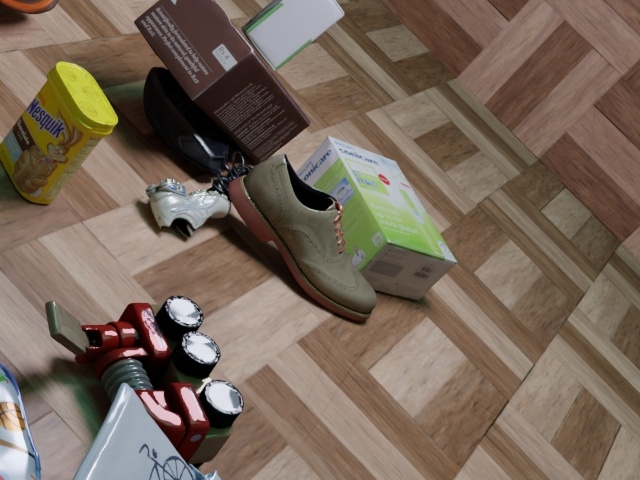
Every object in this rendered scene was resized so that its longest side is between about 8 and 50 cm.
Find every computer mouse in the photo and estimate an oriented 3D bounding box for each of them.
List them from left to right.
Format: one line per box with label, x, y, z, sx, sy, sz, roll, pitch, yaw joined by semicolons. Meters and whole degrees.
computer mouse;-0.229;-0.175;2.192;0.272;0.072;0.188;54;20;-3

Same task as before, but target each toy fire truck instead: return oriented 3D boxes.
toy fire truck;-0.239;0.165;1.562;0.246;0.158;0.217;2;46;-39

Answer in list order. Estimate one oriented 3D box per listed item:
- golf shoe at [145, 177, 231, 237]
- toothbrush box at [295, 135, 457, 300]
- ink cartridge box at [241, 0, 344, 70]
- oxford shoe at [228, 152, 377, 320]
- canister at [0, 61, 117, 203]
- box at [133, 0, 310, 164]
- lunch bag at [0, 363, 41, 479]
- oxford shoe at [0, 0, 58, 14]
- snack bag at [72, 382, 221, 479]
golf shoe;-0.210;-0.041;2.031;0.176;0.069;0.086;10;65;-50
toothbrush box;0.101;-0.041;2.398;0.206;0.122;0.283;17;34;-44
ink cartridge box;-0.055;-0.394;2.277;0.092;0.160;0.219;50;2;-13
oxford shoe;0.000;0.000;2.140;0.348;0.130;0.123;45;21;-25
canister;-0.379;-0.150;1.799;0.073;0.170;0.126;6;44;-53
box;-0.163;-0.289;2.223;0.191;0.143;0.381;53;2;20
lunch bag;-0.403;0.229;1.240;0.243;0.115;0.303;15;38;-42
oxford shoe;-0.602;-0.480;2.095;0.363;0.130;0.133;33;-7;-6
snack bag;-0.159;0.350;1.377;0.343;0.037;0.323;57;21;-17
